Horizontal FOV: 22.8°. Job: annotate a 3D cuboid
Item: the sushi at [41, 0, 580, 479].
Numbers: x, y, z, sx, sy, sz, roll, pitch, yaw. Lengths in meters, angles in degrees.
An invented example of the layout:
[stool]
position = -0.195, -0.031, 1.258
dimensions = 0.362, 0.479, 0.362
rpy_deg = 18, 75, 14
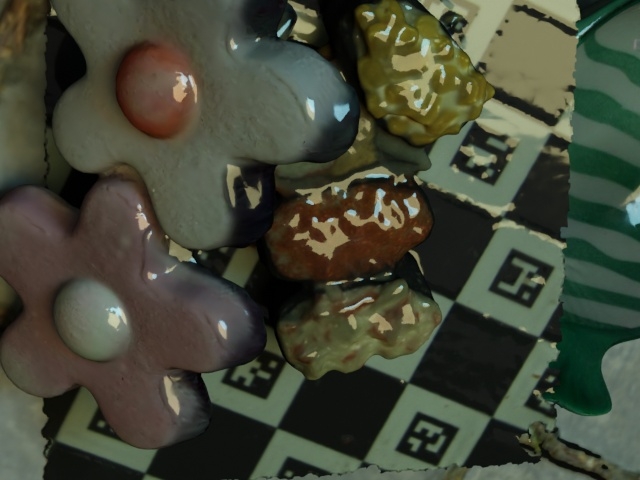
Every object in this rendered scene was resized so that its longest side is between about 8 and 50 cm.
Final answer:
[sushi]
position = 0.000, 0.000, 0.736
dimensions = 0.264, 0.050, 0.290
rpy_deg = -1, 113, -8

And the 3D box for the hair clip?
[hair clip]
position = -0.071, -0.021, 0.680
dimensions = 0.257, 0.146, 0.075
rpy_deg = -64, 170, 25

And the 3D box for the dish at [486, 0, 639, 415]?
[dish]
position = 0.152, -0.036, 0.843
dimensions = 0.224, 0.078, 0.246
rpy_deg = 18, 100, -35
